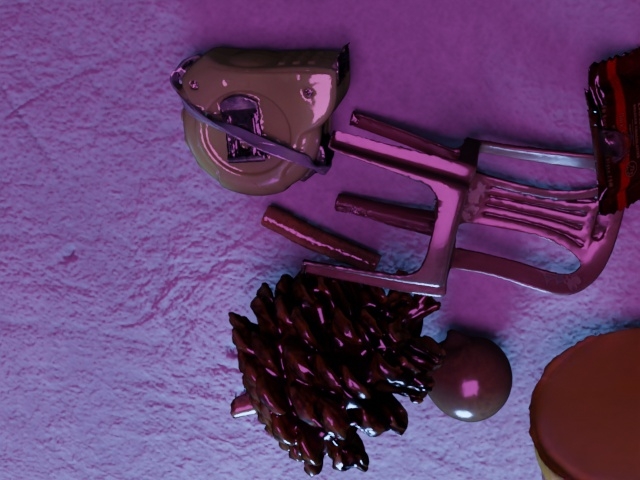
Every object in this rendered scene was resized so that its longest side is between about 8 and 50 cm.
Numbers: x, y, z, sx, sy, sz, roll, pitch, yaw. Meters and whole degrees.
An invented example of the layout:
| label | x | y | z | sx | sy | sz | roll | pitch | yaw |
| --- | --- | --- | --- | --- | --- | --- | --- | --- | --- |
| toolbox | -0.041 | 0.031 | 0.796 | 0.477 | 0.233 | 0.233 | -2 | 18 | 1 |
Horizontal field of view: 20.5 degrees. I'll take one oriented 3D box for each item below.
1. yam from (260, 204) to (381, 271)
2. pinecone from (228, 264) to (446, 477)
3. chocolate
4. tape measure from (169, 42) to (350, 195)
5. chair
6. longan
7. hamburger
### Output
| label | x | y | z | sx | sy | sz | roll | pitch | yaw |
| --- | --- | --- | --- | --- | --- | --- | --- | --- | --- |
| yam | 0.000 | 0.000 | 2.061 | 0.145 | 0.032 | 0.032 | 24 | 118 | -1 |
| pinecone | 0.018 | 0.145 | 2.013 | 0.257 | 0.243 | 0.243 | -12 | 113 | 29 |
| chocolate | 0.327 | -0.116 | 1.915 | 0.028 | 0.086 | 0.182 | 23 | 127 | 53 |
| tape measure | -0.069 | -0.136 | 1.967 | 0.200 | 0.106 | 0.175 | 4 | 113 | 12 |
| chair | 0.165 | -0.025 | 1.926 | 0.326 | 0.183 | 0.175 | 13 | 112 | 6 |
| longan | 0.171 | 0.157 | 2.069 | 0.113 | 0.092 | 0.113 | 10 | 107 | 33 |
| hamburger | 0.391 | 0.239 | 1.963 | 0.303 | 0.261 | 0.186 | -7 | 132 | 17 |
